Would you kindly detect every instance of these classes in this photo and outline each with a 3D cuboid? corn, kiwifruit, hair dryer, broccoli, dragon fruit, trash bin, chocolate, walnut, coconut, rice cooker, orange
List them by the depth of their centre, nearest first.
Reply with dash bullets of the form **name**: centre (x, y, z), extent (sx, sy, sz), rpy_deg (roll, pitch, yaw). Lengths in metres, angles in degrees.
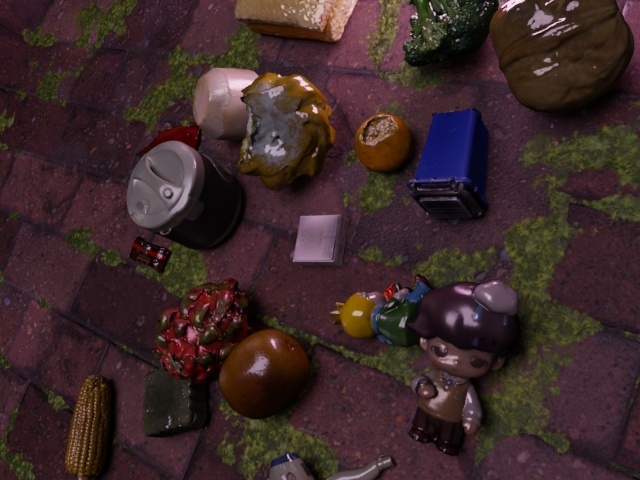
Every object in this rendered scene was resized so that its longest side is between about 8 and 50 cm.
- **walnut**: centre (0.524, -0.432, 1.467), extent (0.277, 0.282, 0.253), rpy_deg (-18, 23, 23)
- **hair dryer**: centre (0.024, 0.634, 1.517), extent (0.298, 0.119, 0.296), rpy_deg (-6, 75, 19)
- **trash bin**: centre (0.308, -0.183, 1.576), extent (0.162, 0.184, 0.234), rpy_deg (2, 68, 33)
- **kiwifruit**: centre (-0.144, 0.336, 1.671), extent (0.234, 0.196, 0.196), rpy_deg (-50, 53, 13)
- **broccoli**: centre (0.306, -0.563, 1.674), extent (0.245, 0.294, 0.265), rpy_deg (46, 66, 1)
- **orange**: centre (0.158, -0.251, 1.726), extent (0.154, 0.134, 0.155), rpy_deg (-8, 75, 33)
- **dragon fruit**: centre (-0.299, 0.235, 1.783), extent (0.231, 0.237, 0.303), rpy_deg (26, 63, 28)
- **rice cooker**: centre (-0.401, -0.133, 1.969), extent (0.288, 0.277, 0.288), rpy_deg (-14, 64, 30)
- **corn**: centre (-0.686, 0.562, 2.003), extent (0.119, 0.119, 0.322), rpy_deg (-15, 60, 29)
- **coconut**: centre (-0.260, -0.408, 2.027), extent (0.241, 0.241, 0.241), rpy_deg (-13, 66, 30)
- **chocolate**: centre (-0.554, 0.042, 2.162), extent (0.182, 0.028, 0.086), rpy_deg (22, 88, 36)
- **dragon fruit**: centre (-0.538, -0.240, 2.219), extent (0.282, 0.100, 0.343), rpy_deg (-3, 70, 38)

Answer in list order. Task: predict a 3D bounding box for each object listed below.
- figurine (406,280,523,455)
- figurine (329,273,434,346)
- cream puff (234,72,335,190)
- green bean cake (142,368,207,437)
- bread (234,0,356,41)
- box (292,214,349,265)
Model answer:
- **figurine**: centre (0.276, 0.254, 1.407), extent (0.218, 0.206, 0.365), rpy_deg (18, 83, 36)
- **figurine**: centre (0.148, 0.156, 1.595), extent (0.234, 0.127, 0.185), rpy_deg (5, 63, 49)
- **cream puff**: centre (-0.088, -0.309, 1.857), extent (0.274, 0.270, 0.323), rpy_deg (14, 115, 5)
- **green bean cake**: centre (-0.403, 0.441, 1.867), extent (0.183, 0.094, 0.185), rpy_deg (-23, 61, 26)
- **bread**: centre (-0.071, -0.742, 2.046), extent (0.375, 0.165, 0.236), rpy_deg (21, 90, 37)
- **box**: centre (0.000, 0.000, 1.789), extent (0.129, 0.051, 0.130), rpy_deg (-1, 71, 34)
